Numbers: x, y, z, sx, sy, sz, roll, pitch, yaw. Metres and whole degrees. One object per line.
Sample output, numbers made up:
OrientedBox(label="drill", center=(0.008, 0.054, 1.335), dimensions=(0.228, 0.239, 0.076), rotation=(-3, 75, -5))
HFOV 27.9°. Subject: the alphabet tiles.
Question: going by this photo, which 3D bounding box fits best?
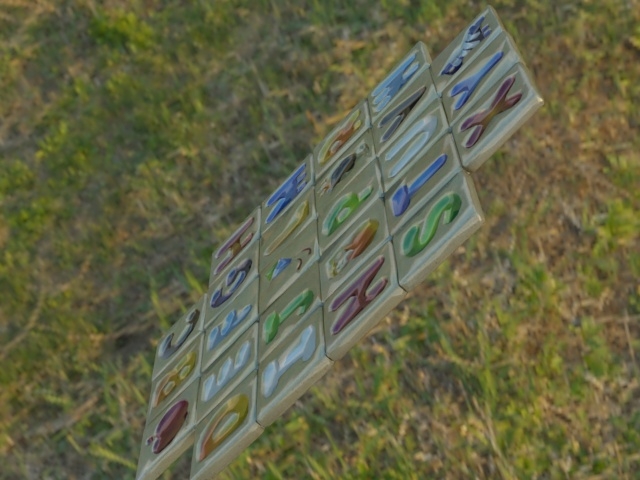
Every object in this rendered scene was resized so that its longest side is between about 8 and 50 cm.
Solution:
OrientedBox(label="alphabet tiles", center=(0.000, 0.000, 0.815), dimensions=(0.342, 0.011, 0.285), rotation=(-45, 20, 19))
